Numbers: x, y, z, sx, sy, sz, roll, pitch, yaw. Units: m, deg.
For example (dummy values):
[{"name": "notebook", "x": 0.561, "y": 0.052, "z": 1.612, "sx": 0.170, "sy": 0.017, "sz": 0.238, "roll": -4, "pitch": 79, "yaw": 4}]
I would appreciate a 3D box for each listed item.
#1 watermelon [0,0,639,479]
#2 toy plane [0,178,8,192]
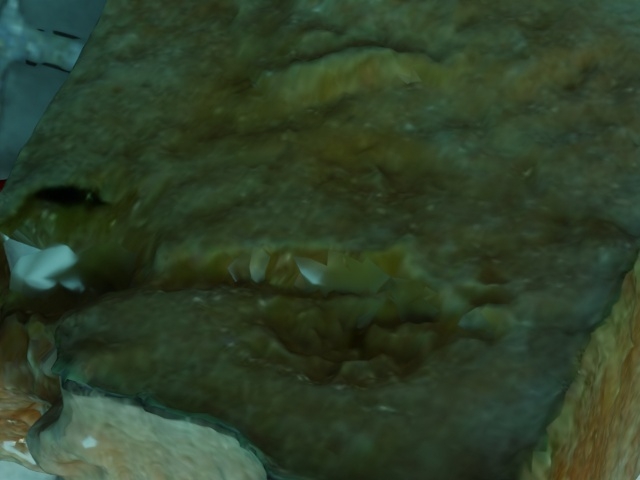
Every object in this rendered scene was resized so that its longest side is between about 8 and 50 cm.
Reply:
[{"name": "watermelon", "x": 0.005, "y": 0.006, "z": 0.515, "sx": 0.264, "sy": 0.302, "sz": 0.151, "roll": 11, "pitch": 137, "yaw": 23}, {"name": "toy plane", "x": -0.201, "y": -0.004, "z": 0.638, "sx": 0.194, "sy": 0.077, "sz": 0.126, "roll": 7, "pitch": 128, "yaw": -13}]
